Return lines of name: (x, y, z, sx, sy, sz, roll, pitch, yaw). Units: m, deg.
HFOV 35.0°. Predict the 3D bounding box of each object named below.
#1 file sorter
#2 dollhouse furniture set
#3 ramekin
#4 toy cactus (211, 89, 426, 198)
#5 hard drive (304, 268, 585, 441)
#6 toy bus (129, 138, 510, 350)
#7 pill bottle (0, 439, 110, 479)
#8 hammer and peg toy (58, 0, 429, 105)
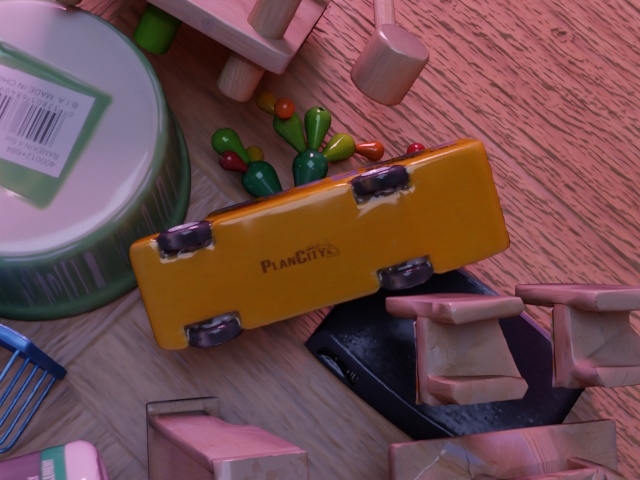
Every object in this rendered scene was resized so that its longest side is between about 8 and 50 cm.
file sorter: (-0.318, 0.120, 0.907, 0.118, 0.170, 0.104, 28, 74, 4)
dollhouse furniture set: (0.069, 0.226, 0.880, 0.394, 0.256, 0.362, -2, 90, -21)
ramekin: (-0.281, -0.085, 0.988, 0.303, 0.148, 0.303, 1, 72, -4)
toy cactus: (-0.009, -0.052, 1.036, 0.219, 0.112, 0.180, 14, 81, -9)
hard drive: (0.131, 0.116, 1.007, 0.254, 0.054, 0.172, 36, 73, 7)
toy bus: (0.000, 0.000, 0.941, 0.332, 0.130, 0.108, -16, 99, -1)
pill bottle: (-0.324, 0.294, 0.762, 0.361, 0.204, 0.204, -15, 74, -11)
hammer and peg toy: (-0.072, -0.243, 1.016, 0.361, 0.127, 0.266, 29, 27, -6)
